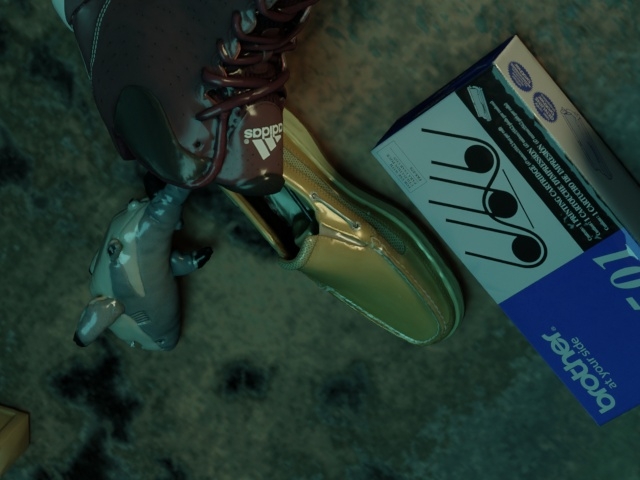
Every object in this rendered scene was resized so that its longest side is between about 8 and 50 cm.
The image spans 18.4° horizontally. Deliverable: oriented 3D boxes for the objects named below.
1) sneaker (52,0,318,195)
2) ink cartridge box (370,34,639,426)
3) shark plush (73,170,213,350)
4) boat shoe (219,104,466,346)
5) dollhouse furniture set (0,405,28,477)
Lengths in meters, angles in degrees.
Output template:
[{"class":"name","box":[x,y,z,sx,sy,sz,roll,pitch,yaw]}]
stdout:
[{"class":"sneaker","box":[-0.018,-0.112,1.042,0.281,0.106,0.162,-19,82,41]},{"class":"ink cartridge box","box":[0.132,-0.003,1.098,0.097,0.046,0.207,-35,99,36]},{"class":"shark plush","box":[-0.098,0.002,1.208,0.067,0.073,0.161,17,120,-10]},{"class":"boat shoe","box":[0.000,0.000,1.143,0.190,0.072,0.068,41,126,-1]},{"class":"dollhouse furniture set","box":[-0.315,0.173,1.329,0.182,0.161,0.101,16,123,17]}]
